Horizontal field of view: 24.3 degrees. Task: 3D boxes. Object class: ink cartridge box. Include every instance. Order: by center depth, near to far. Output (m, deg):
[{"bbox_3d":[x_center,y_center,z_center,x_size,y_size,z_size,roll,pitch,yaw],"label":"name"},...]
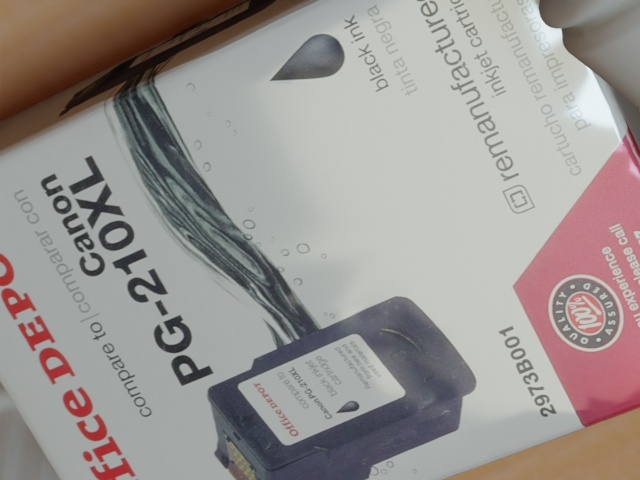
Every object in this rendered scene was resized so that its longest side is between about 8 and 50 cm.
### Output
[{"bbox_3d":[0.000,0.000,0.532,0.237,0.100,0.172,-24,105,17],"label":"ink cartridge box"}]

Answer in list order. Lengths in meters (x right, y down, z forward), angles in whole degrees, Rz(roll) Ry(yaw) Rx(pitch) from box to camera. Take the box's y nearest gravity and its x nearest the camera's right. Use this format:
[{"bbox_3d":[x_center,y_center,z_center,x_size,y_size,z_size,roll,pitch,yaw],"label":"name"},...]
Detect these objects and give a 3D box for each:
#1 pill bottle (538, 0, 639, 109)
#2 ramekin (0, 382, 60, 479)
[{"bbox_3d":[0.029,-0.165,0.353,0.283,0.160,0.160,41,118,-8],"label":"pill bottle"},{"bbox_3d":[-0.118,0.196,0.689,0.273,0.127,0.273,0,128,0],"label":"ramekin"}]
